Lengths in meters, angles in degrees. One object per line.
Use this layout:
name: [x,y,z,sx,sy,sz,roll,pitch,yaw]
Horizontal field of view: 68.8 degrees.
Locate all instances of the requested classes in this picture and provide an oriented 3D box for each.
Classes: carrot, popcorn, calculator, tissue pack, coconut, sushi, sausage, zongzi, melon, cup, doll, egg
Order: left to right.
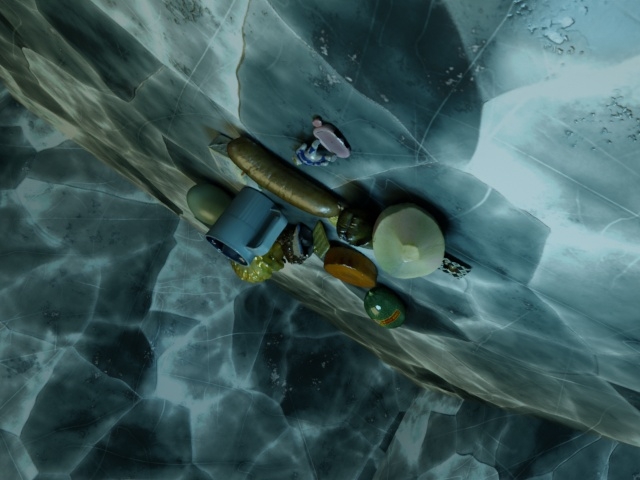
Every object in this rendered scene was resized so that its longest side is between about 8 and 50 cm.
egg: [-0.579,-0.190,2.491,0.283,0.202,0.203,32,162,-5]
tissue pack: [-0.367,-0.336,1.952,0.148,0.092,0.196,29,163,16]
cup: [-0.353,-0.074,2.244,0.257,0.311,0.331,39,160,-17]
popcorn: [-0.330,0.060,2.582,0.349,0.348,0.382,22,-166,30]
sausage: [-0.143,-0.232,1.808,0.501,0.123,0.136,34,137,-2]
doll: [-0.036,-0.283,1.581,0.114,0.057,0.227,32,169,-26]
calculator: [0.031,-0.316,1.457,0.166,0.024,0.103,42,160,-30]
carrot: [0.147,0.145,2.255,0.259,0.100,0.307,2,149,41]
zongzi: [0.198,-0.015,1.704,0.300,0.138,0.286,29,-173,-1]
melon: [0.324,0.340,2.391,0.287,0.182,0.182,45,158,-28]
coconut: [0.286,0.005,1.545,0.259,0.259,0.259,29,161,11]
sushi: [0.488,0.092,1.743,0.126,0.026,0.120,27,159,3]

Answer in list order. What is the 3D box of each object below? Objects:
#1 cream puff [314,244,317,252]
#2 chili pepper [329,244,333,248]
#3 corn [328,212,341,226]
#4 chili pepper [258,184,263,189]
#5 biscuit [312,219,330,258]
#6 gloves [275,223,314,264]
cream puff: [-0.020,0.027,2.366,0.058,0.083,0.083,-11,145,-5]
chili pepper: [0.069,0.076,2.341,0.050,0.051,0.201,-9,142,20]
corn: [0.109,-0.062,1.909,0.165,0.063,0.085,35,171,0]
chili pepper: [-0.269,-0.271,1.977,0.059,0.088,0.227,42,167,19]
biscuit: [0.000,0.000,2.201,0.231,0.016,0.138,126,125,-72]
gloves: [-0.137,0.023,2.362,0.210,0.135,0.312,63,156,6]
